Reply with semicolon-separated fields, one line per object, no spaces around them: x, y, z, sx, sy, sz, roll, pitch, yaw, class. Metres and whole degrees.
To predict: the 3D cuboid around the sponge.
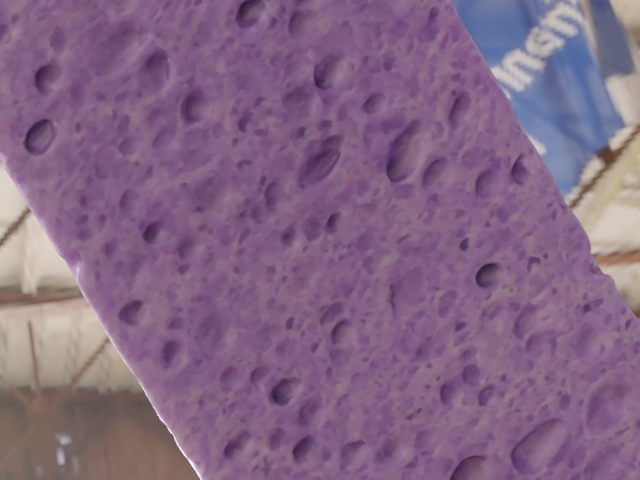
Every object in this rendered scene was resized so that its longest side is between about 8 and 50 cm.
0.000;0.000;0.393;0.117;0.210;0.031;-31;5;-4;sponge
